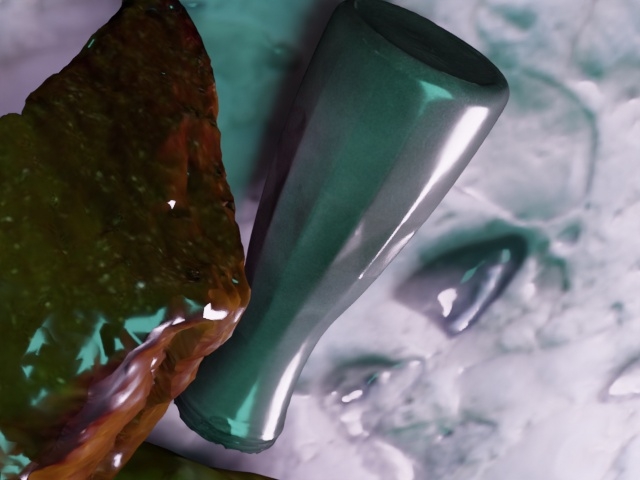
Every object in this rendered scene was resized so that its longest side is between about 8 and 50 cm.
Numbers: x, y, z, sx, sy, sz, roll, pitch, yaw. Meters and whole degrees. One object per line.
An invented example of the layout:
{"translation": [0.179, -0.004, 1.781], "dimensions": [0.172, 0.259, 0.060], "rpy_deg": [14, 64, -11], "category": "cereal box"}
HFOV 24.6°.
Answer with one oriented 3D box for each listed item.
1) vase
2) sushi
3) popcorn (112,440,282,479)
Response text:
{"translation": [0.000, 0.000, 0.678], "dimensions": [0.086, 0.086, 0.214], "rpy_deg": [13, 117, -32], "category": "vase"}
{"translation": [-0.151, 0.041, 0.569], "dimensions": [0.296, 0.179, 0.167], "rpy_deg": [-49, 172, 21], "category": "sushi"}
{"translation": [-0.033, 0.205, 0.714], "dimensions": [0.236, 0.206, 0.252], "rpy_deg": [-16, 109, 2], "category": "popcorn"}
